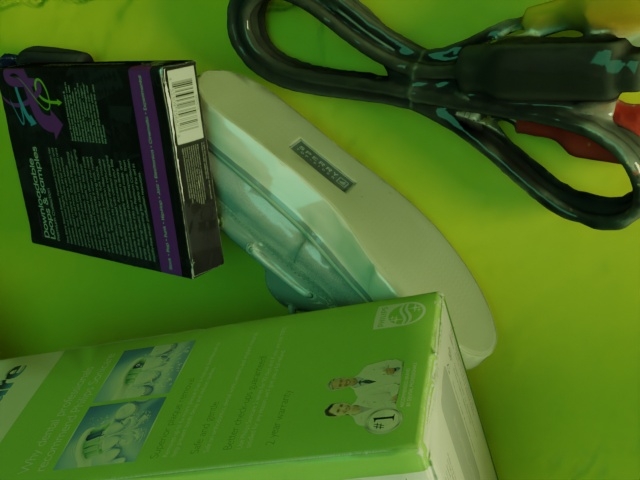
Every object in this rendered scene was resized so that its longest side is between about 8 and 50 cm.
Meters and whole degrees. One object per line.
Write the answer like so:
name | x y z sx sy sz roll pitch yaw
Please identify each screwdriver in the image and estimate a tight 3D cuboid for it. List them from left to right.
screwdriver | -0.223 -0.120 0.612 0.169 0.025 0.024 9 99 25

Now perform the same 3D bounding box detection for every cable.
cable | 0.085 -0.088 0.512 0.287 0.072 0.140 10 116 28

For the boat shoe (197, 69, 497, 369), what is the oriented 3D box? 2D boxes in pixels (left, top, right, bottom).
boat shoe | -0.001 0.000 0.530 0.227 0.079 0.081 43 125 7

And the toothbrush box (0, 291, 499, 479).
toothbrush box | -0.049 0.161 0.494 0.283 0.122 0.206 -12 118 17

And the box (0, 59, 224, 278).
box | -0.127 -0.047 0.537 0.162 0.029 0.116 9 113 39
